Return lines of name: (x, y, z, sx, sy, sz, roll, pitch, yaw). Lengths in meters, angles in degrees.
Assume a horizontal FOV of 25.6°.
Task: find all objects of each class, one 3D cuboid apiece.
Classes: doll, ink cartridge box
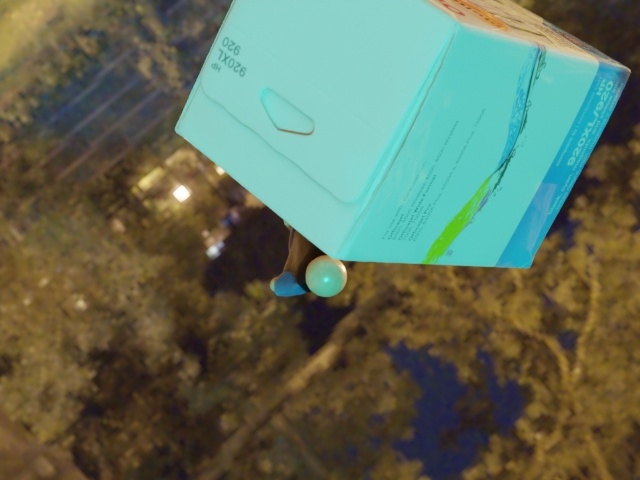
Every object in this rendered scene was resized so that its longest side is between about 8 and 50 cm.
doll: (0.000, 0.000, 1.330, 0.129, 0.046, 0.189, -47, -164, 15)
ink cartridge box: (0.059, -0.094, 0.961, 0.232, 0.171, 0.168, 2, 119, -52)
